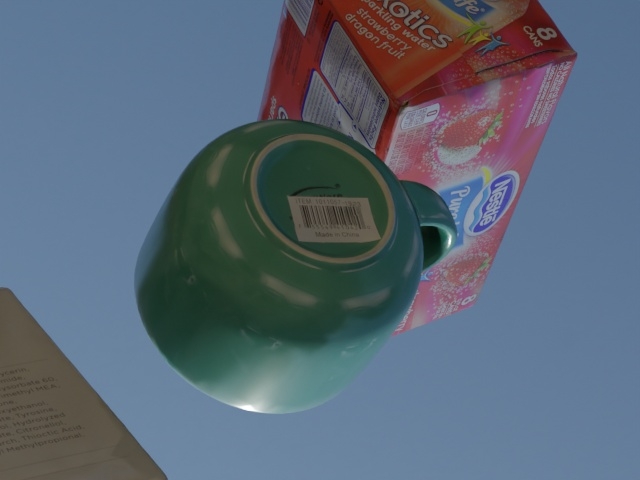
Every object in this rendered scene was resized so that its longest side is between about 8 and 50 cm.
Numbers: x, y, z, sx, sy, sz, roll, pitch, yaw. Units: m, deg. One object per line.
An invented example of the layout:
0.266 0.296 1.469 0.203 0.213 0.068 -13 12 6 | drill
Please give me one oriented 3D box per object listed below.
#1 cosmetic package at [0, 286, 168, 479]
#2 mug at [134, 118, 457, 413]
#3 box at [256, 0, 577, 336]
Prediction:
-0.184 0.139 0.945 0.184 0.151 0.151 44 -46 45 | cosmetic package
-0.009 -0.003 0.975 0.129 0.158 0.097 36 -40 2 | mug
0.044 -0.060 1.200 0.128 0.123 0.257 59 -27 28 | box
